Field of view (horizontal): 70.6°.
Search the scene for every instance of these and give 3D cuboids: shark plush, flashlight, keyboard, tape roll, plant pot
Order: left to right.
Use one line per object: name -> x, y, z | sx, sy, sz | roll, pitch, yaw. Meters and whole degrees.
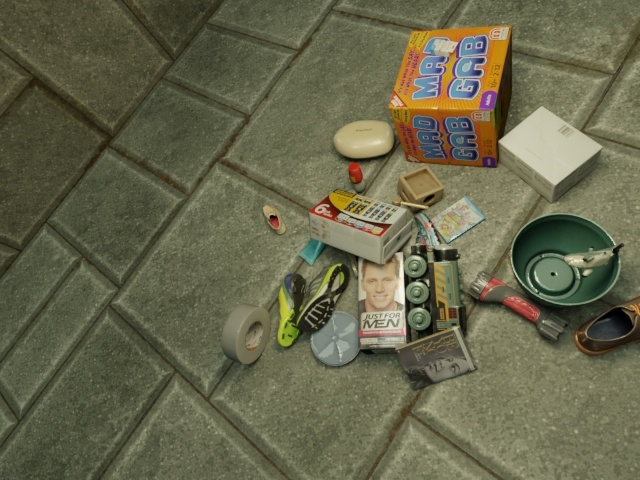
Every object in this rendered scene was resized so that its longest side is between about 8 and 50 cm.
tape roll -> -0.278, 0.351, 1.708 | 0.072, 0.219, 0.219 | 10, 71, 27
keyboard -> 0.282, 0.001, 1.642 | 0.014, 0.072, 0.256 | 14, 32, 30
flashlight -> 0.637, 0.215, 1.474 | 0.304, 0.103, 0.103 | 35, 110, 30
plant pot -> 0.748, 0.085, 1.426 | 0.293, 0.196, 0.292 | -6, 67, 15
shark plush -> 0.790, 0.035, 1.297 | 0.161, 0.073, 0.067 | -31, 32, 7

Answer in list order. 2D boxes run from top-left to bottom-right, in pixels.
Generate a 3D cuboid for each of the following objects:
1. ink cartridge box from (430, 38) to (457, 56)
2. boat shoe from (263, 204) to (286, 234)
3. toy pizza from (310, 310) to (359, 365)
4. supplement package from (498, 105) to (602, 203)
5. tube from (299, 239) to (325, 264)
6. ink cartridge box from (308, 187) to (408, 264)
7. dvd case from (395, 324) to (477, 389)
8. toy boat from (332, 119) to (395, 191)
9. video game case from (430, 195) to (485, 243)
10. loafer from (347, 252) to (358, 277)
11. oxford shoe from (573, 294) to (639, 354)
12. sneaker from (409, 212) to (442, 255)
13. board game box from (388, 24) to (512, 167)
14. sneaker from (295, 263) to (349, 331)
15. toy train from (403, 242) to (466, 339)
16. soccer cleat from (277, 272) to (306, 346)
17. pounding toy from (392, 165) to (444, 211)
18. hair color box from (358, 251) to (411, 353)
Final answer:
ink cartridge box -> 0.433, -0.671, 1.578 | 0.083, 0.028, 0.048 | 25, 78, 31
boat shoe -> -0.207, -0.101, 1.978 | 0.063, 0.059, 0.170 | -39, 59, 2
toy pizza -> 0.061, 0.363, 1.676 | 0.202, 0.032, 0.201 | -8, 65, 17
supplement package -> 0.808, -0.306, 1.612 | 0.204, 0.145, 0.261 | -39, 59, 2
tube -> 0.000, 0.000, 1.859 | 0.080, 0.052, 0.207 | 38, 89, 37
ink cartridge box -> 0.157, -0.079, 1.714 | 0.310, 0.130, 0.272 | 20, 43, 28
dvd case -> 0.380, 0.387, 1.484 | 0.221, 0.018, 0.164 | -23, 103, 11
toy boat -> 0.172, -0.364, 1.912 | 0.268, 0.148, 0.318 | 4, 61, 18
video game case -> 0.514, -0.078, 1.703 | 0.166, 0.015, 0.119 | -34, 59, 4
loafer -> 0.138, 0.084, 1.766 | 0.039, 0.045, 0.125 | -20, 58, 5
oxford shoe -> 0.938, 0.228, 1.323 | 0.364, 0.132, 0.129 | -30, 59, 7
sneaker -> 0.380, 0.016, 1.664 | 0.125, 0.104, 0.261 | -23, 60, 13
board game box -> 0.508, -0.531, 1.711 | 0.357, 0.356, 0.356 | 9, 71, 26
sneaker -> -0.004, 0.216, 1.725 | 0.121, 0.111, 0.300 | 2, 50, 56
toy train -> 0.389, 0.172, 1.535 | 0.190, 0.142, 0.333 | -5, 85, 15
soccer cleat -> -0.124, 0.271, 1.776 | 0.121, 0.094, 0.288 | -13, 63, 51
pounding toy -> 0.362, -0.163, 1.733 | 0.206, 0.094, 0.181 | -22, 59, -12
hair color box -> 0.229, 0.225, 1.628 | 0.174, 0.105, 0.347 | -7, 64, 19
